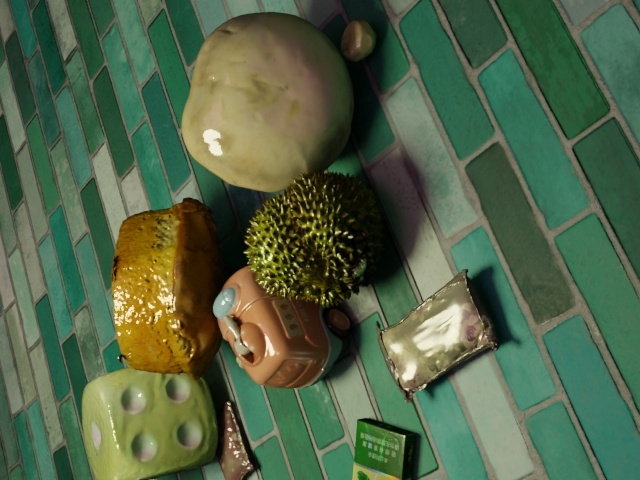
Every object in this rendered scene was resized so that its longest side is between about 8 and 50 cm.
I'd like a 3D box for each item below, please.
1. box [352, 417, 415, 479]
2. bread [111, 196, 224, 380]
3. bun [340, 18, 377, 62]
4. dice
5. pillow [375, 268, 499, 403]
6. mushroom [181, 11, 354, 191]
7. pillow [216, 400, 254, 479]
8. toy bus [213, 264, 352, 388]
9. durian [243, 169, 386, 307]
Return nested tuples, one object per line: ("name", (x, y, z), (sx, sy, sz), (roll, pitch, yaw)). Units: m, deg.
("box", (0.116, 0.470, 1.764), (0.132, 0.034, 0.235), (8, 95, 46))
("bread", (-0.315, 0.105, 1.997), (0.398, 0.215, 0.398), (-4, -90, -90))
("bun", (0.079, -0.392, 1.820), (0.086, 0.055, 0.086), (-25, 60, 53))
("dice", (-0.399, 0.421, 2.120), (0.254, 0.250, 0.252), (-32, 67, 56))
("pillow", (0.211, 0.176, 1.658), (0.255, 0.059, 0.169), (-39, 62, 37))
("mushroom", (-0.127, -0.271, 1.834), (0.353, 0.325, 0.353), (21, 123, 37))
("pillow", (-0.210, 0.471, 2.102), (0.118, 0.043, 0.185), (-52, 54, 36))
("toy bus", (-0.098, 0.167, 1.864), (0.194, 0.232, 0.287), (-51, 57, 36))
("durian", (0.003, 0.003, 1.751), (0.225, 0.291, 0.291), (37, 115, 28))
